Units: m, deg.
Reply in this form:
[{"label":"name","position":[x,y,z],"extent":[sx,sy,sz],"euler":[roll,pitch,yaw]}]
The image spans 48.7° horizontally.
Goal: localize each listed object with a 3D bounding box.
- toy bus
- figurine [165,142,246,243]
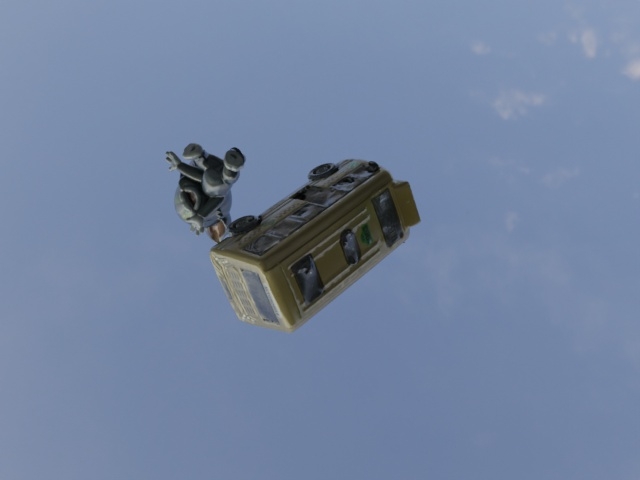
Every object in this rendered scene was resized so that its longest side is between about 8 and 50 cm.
[{"label":"toy bus","position":[0.000,0.000,1.271],"extent":[0.365,0.177,0.202],"euler":[-38,-151,-30]},{"label":"figurine","position":[-0.230,-0.123,1.440],"extent":[0.193,0.265,0.140],"euler":[53,-141,9]}]
